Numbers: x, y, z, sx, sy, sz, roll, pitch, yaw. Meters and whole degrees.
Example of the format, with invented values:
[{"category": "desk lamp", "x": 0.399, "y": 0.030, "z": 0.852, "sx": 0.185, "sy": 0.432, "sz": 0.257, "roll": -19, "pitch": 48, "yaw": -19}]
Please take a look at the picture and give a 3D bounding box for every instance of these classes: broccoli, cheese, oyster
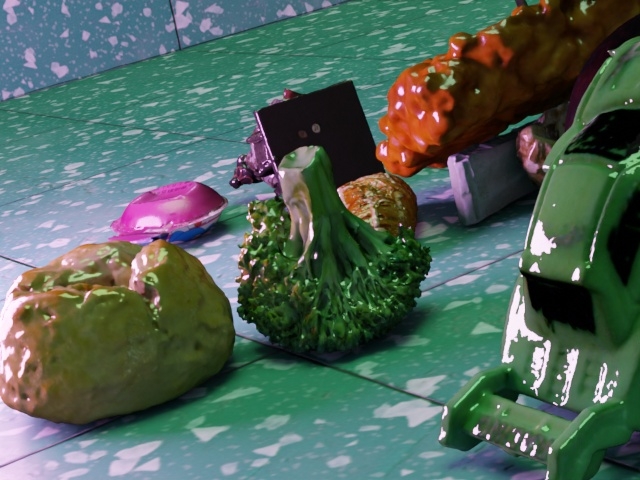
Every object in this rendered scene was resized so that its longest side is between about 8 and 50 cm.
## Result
[{"category": "broccoli", "x": 0.000, "y": 0.000, "z": 1.511, "sx": 0.194, "sy": 0.194, "sz": 0.220, "roll": -21, "pitch": 24, "yaw": -31}, {"category": "cheese", "x": -0.202, "y": -0.021, "z": 1.972, "sx": 0.155, "sy": 0.062, "sz": 0.244, "roll": -6, "pitch": 18, "yaw": 22}, {"category": "oyster", "x": 0.332, "y": -0.112, "z": 1.823, "sx": 0.233, "sy": 0.107, "sz": 0.161, "roll": -11, "pitch": 52, "yaw": -17}]

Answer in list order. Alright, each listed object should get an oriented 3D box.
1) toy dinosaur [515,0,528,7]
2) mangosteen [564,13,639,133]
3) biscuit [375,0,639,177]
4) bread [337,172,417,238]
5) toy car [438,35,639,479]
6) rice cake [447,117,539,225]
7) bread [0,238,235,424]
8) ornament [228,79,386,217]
[{"category": "toy dinosaur", "x": 0.279, "y": -0.312, "z": 2.430, "sx": 0.087, "sy": 0.179, "sz": 0.187, "roll": 2, "pitch": 23, "yaw": 43}, {"category": "mangosteen", "x": 0.359, "y": -0.111, "z": 1.414, "sx": 0.297, "sy": 0.313, "sz": 0.297, "roll": -18, "pitch": 22, "yaw": 8}, {"category": "biscuit", "x": 0.215, "y": -0.191, "z": 1.856, "sx": 0.312, "sy": 0.110, "sz": 0.318, "roll": -28, "pitch": -5, "yaw": -14}, {"category": "bread", "x": 0.059, "y": -0.034, "z": 1.808, "sx": 0.105, "sy": 0.076, "sz": 0.233, "roll": -7, "pitch": 15, "yaw": 10}, {"category": "toy car", "x": 0.236, "y": 0.010, "z": 1.178, "sx": 0.176, "sy": 0.358, "sz": 0.213, "roll": 15, "pitch": 1, "yaw": -33}, {"category": "rice cake", "x": 0.229, "y": -0.088, "z": 1.855, "sx": 0.040, "sy": 0.085, "sz": 0.226, "roll": 3, "pitch": 20, "yaw": 44}, {"category": "bread", "x": -0.200, "y": 0.076, "z": 1.495, "sx": 0.244, "sy": 0.134, "sz": 0.244, "roll": -9, "pitch": 18, "yaw": 3}, {"category": "ornament", "x": -0.043, "y": -0.108, "z": 2.062, "sx": 0.153, "sy": 0.166, "sz": 0.196, "roll": -20, "pitch": 3, "yaw": -31}]
